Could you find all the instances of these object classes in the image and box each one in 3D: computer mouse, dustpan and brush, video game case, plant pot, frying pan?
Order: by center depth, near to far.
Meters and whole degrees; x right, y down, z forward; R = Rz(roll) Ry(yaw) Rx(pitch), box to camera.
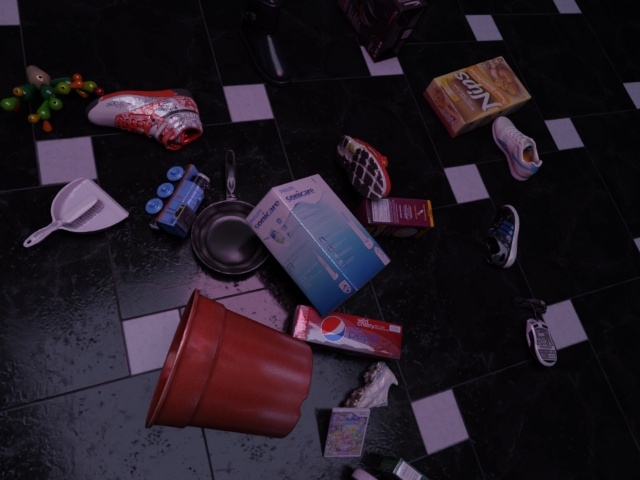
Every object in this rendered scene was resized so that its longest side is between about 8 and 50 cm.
[{"bbox_3d":[-0.174,0.268,0.907,0.265,0.272,0.272,21,65,-17],"label":"plant pot"},{"bbox_3d":[0.058,0.428,0.995,0.087,0.011,0.122,6,104,-13],"label":"video game case"},{"bbox_3d":[-0.569,-0.049,1.012,0.147,0.060,0.211,41,64,2],"label":"dustpan and brush"},{"bbox_3d":[-0.246,-0.062,1.116,0.197,0.053,0.326,-22,75,-23],"label":"frying pan"},{"bbox_3d":[0.598,0.255,1.242,0.106,0.042,0.193,9,61,-18],"label":"computer mouse"}]

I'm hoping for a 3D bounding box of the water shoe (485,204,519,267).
[{"bbox_3d":[0.530,-0.021,1.311,0.080,0.073,0.203,13,66,-8],"label":"water shoe"}]

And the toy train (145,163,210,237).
[{"bbox_3d":[-0.337,-0.099,1.076,0.105,0.080,0.184,18,67,17],"label":"toy train"}]

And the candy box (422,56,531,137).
[{"bbox_3d":[0.519,-0.479,1.478,0.316,0.087,0.183,-25,77,-23],"label":"candy box"}]

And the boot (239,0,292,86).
[{"bbox_3d":[-0.147,-0.592,1.265,0.094,0.207,0.246,-28,80,-24],"label":"boot"}]

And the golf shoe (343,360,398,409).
[{"bbox_3d":[0.120,0.372,1.045,0.086,0.069,0.176,44,66,-3],"label":"golf shoe"}]

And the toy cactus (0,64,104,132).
[{"bbox_3d":[-0.670,-0.367,1.102,0.219,0.112,0.180,-33,62,-22],"label":"toy cactus"}]

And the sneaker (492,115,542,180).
[{"bbox_3d":[0.639,-0.313,1.446,0.087,0.092,0.228,-15,73,-19],"label":"sneaker"}]

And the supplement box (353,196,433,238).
[{"bbox_3d":[0.196,-0.059,1.212,0.188,0.104,0.080,2,69,-15],"label":"supplement box"}]

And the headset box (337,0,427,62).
[{"bbox_3d":[0.179,-0.763,1.420,0.110,0.218,0.293,-24,79,-23],"label":"headset box"}]

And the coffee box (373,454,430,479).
[{"bbox_3d":[0.216,0.544,0.978,0.184,0.113,0.040,38,63,-1],"label":"coffee box"}]

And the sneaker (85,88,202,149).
[{"bbox_3d":[-0.438,-0.298,1.131,0.270,0.090,0.145,-16,72,-24],"label":"sneaker"}]

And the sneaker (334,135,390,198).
[{"bbox_3d":[0.137,-0.207,1.206,0.118,0.107,0.279,4,36,-24],"label":"sneaker"}]

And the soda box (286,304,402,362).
[{"bbox_3d":[0.056,0.225,1.066,0.263,0.092,0.083,14,67,-10],"label":"soda box"}]

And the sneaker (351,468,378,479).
[{"bbox_3d":[0.116,0.627,0.920,0.153,0.101,0.268,-30,83,-27],"label":"sneaker"}]

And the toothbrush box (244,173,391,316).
[{"bbox_3d":[0.000,0.000,1.072,0.295,0.126,0.216,51,33,5],"label":"toothbrush box"}]
